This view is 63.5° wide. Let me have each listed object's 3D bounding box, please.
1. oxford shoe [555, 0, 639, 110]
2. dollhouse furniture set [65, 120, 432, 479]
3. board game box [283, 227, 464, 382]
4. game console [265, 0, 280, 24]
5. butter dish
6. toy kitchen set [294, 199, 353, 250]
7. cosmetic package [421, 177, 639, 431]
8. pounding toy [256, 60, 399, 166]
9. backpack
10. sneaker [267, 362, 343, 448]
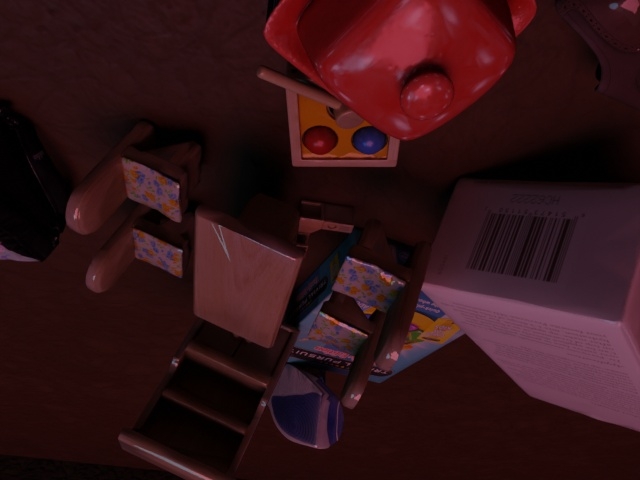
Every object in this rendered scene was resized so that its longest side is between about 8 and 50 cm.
[{"bbox_3d":[0.319,-0.161,0.480,0.271,0.097,0.098,34,153,-31],"label":"oxford shoe"},{"bbox_3d":[-0.121,0.128,0.648,0.362,0.257,0.394,24,143,3],"label":"dollhouse furniture set"},{"bbox_3d":[0.085,0.133,0.883,0.253,0.079,0.336,18,141,-20],"label":"board game box"},{"bbox_3d":[0.020,-0.216,0.413,0.071,0.107,0.122,39,145,16],"label":"game console"},{"bbox_3d":[0.064,-0.132,0.363,0.160,0.118,0.160,28,130,-35],"label":"butter dish"},{"bbox_3d":[0.000,0.000,0.713,0.075,0.068,0.083,8,144,-8],"label":"toy kitchen set"},{"bbox_3d":[0.347,0.107,0.699,0.230,0.162,0.453,9,156,44],"label":"cosmetic package"},{"bbox_3d":[0.014,-0.135,0.500,0.130,0.100,0.141,0,144,2],"label":"pounding toy"},{"bbox_3d":[-0.387,-0.054,0.614,0.115,0.152,0.182,10,150,17],"label":"backpack"},{"bbox_3d":[-0.038,0.300,1.045,0.182,0.128,0.315,12,177,-39],"label":"sneaker"}]
